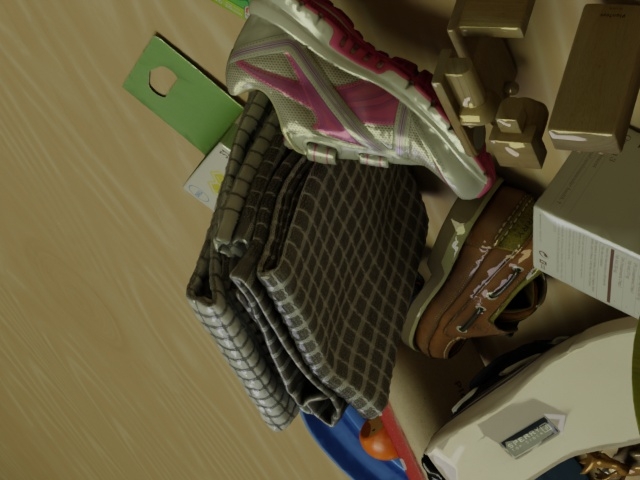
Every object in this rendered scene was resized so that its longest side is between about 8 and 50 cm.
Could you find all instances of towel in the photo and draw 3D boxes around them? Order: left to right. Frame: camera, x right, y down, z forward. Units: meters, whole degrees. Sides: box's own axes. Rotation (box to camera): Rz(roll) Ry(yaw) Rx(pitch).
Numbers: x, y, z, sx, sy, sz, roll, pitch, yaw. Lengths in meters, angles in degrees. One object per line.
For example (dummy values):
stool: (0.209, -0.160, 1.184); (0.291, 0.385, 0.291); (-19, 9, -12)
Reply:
towel: (0.000, 0.000, 1.596); (0.121, 0.283, 0.235); (0, 143, 23)

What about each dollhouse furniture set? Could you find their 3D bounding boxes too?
dollhouse furniture set: (0.177, -0.106, 1.356); (0.151, 0.144, 0.123); (5, 150, 26)

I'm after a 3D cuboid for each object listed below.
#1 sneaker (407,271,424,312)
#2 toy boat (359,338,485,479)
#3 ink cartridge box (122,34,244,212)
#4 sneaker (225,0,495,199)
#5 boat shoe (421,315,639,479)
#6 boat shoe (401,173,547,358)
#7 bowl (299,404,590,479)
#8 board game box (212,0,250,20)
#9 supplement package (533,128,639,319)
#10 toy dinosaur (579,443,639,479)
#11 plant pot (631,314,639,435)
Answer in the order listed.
sneaker: (0.038, 0.035, 1.879); (0.083, 0.087, 0.221); (43, 175, -39)
toy boat: (0.100, 0.189, 1.916); (0.151, 0.151, 0.231); (-28, 86, 41)
ink cartridge box: (-0.108, -0.095, 1.860); (0.235, 0.056, 0.171); (36, 158, -6)
sneaker: (0.029, -0.105, 1.471); (0.252, 0.111, 0.103); (37, -165, 7)
boat shoe: (0.249, 0.130, 1.736); (0.340, 0.158, 0.127); (-30, 105, 35)
boat shoe: (0.153, 0.051, 1.701); (0.104, 0.110, 0.307); (31, 158, 10)
bowl: (0.154, 0.260, 2.152); (0.391, 0.077, 0.391); (29, 156, 14)
board game box: (-0.069, -0.256, 1.500); (0.092, 0.043, 0.181); (31, 157, 11)
supplement package: (0.272, -0.002, 1.438); (0.179, 0.105, 0.105); (26, 155, 20)
toy dinosaur: (0.336, 0.221, 1.868); (0.112, 0.064, 0.211); (15, 168, -20)
plant pot: (0.400, 0.188, 1.262); (0.366, 0.366, 0.353); (25, 151, 24)
